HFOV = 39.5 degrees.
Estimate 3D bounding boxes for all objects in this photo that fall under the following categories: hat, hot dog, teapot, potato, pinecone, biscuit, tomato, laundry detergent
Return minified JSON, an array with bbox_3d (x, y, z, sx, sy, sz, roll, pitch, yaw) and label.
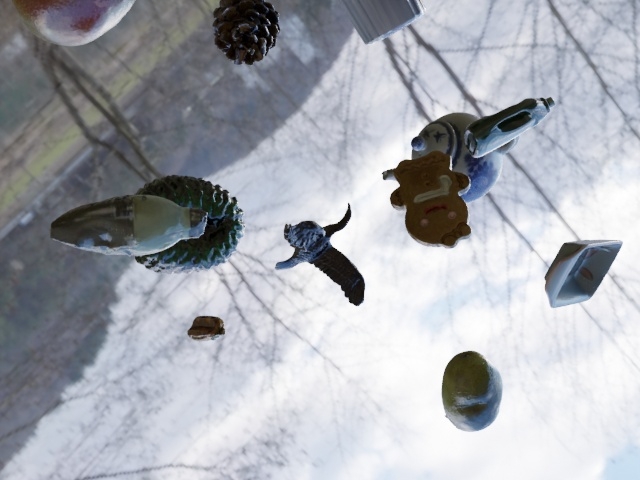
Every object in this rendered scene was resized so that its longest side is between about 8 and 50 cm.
[{"bbox_3d":[-0.345,-0.038,2.145,0.332,0.274,0.242,14,-91,68],"label":"hat"},{"bbox_3d":[-0.197,0.157,1.567,0.122,0.037,0.049,-3,-122,59],"label":"hot dog"},{"bbox_3d":[0.346,-0.228,2.395,0.424,0.280,0.252,-24,-120,44],"label":"teapot"},{"bbox_3d":[0.404,0.403,2.385,0.169,0.248,0.143,-16,-148,-9],"label":"potato"},{"bbox_3d":[-0.207,-0.571,2.424,0.184,0.179,0.204,-21,-136,44],"label":"pinecone"},{"bbox_3d":[0.248,-0.088,1.987,0.184,0.035,0.248,-14,-118,8],"label":"biscuit"},{"bbox_3d":[-0.544,-0.566,1.924,0.303,0.304,0.239,-53,165,-33],"label":"tomato"},{"bbox_3d":[0.421,-0.263,1.962,0.211,0.063,0.137,-27,161,-2],"label":"laundry detergent"}]

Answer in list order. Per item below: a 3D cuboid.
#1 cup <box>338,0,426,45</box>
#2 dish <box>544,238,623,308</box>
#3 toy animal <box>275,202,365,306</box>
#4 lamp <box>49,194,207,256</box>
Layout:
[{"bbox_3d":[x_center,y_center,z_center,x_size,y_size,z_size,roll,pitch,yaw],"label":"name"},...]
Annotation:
[{"bbox_3d":[0.119,-0.539,1.888,0.167,0.202,0.221,-25,-167,25],"label":"cup"},{"bbox_3d":[0.517,0.055,1.828,0.234,0.064,0.154,-5,126,-49],"label":"dish"},{"bbox_3d":[-0.010,-0.006,1.920,0.160,0.272,0.197,3,-118,34],"label":"toy animal"},{"bbox_3d":[-0.308,-0.025,1.438,0.250,0.101,0.101,-1,-168,-9],"label":"lamp"}]
